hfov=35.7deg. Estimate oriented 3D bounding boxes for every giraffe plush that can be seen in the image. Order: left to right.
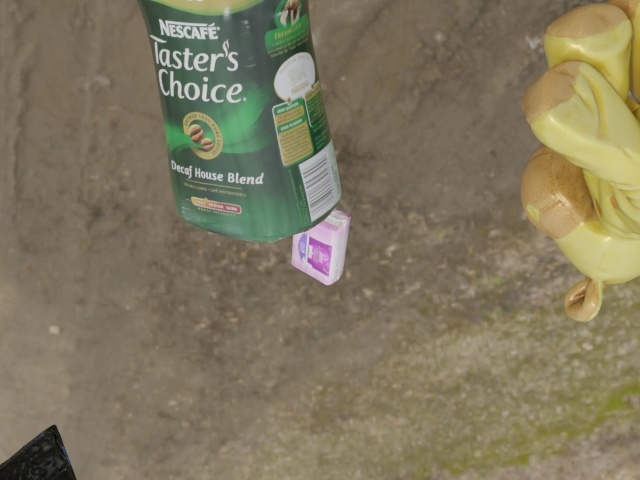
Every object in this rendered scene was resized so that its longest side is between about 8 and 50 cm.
[{"bbox_3d":[0.209,-0.041,0.673,0.181,0.210,0.170,-29,168,-23],"label":"giraffe plush"}]

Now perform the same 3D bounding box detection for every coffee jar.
[{"bbox_3d":[-0.047,-0.096,0.542,0.096,0.079,0.184,13,123,35],"label":"coffee jar"}]

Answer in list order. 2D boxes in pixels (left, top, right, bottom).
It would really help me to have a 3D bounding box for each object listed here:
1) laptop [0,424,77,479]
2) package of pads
[{"bbox_3d":[-0.311,0.395,1.200,0.234,0.264,0.136,-38,154,19],"label":"laptop"},{"bbox_3d":[0.000,0.000,0.955,0.050,0.032,0.083,29,143,20],"label":"package of pads"}]
